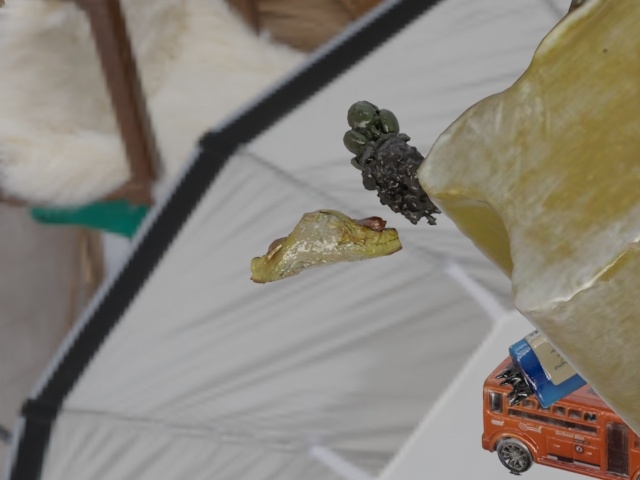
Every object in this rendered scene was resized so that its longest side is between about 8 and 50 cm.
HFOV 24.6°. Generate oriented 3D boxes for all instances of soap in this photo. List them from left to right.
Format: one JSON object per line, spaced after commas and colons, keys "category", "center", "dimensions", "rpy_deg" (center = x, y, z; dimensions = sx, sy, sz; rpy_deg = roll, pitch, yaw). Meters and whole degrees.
{"category": "soap", "center": [0.254, -0.017, 0.756], "dimensions": [0.335, 0.293, 0.156], "rpy_deg": [43, 13, -44]}

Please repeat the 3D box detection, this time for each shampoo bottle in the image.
{"category": "shampoo bottle", "center": [0.296, 0.136, 1.766], "dimensions": [0.087, 0.183, 0.050], "rpy_deg": [59, -1, 2]}

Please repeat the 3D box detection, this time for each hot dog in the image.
{"category": "hot dog", "center": [0.000, -0.001, 1.519], "dimensions": [0.078, 0.169, 0.061], "rpy_deg": [-38, 113, -74]}

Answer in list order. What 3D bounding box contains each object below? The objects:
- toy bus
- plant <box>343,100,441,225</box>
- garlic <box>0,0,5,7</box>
{"category": "toy bus", "center": [0.400, 0.261, 2.097], "dimensions": [0.143, 0.329, 0.153], "rpy_deg": [-35, 127, -47]}
{"category": "plant", "center": [0.070, -0.085, 1.532], "dimensions": [0.085, 0.087, 0.174], "rpy_deg": [81, -17, -49]}
{"category": "garlic", "center": [-0.345, -0.198, 1.078], "dimensions": [0.207, 0.115, 0.128], "rpy_deg": [-16, 110, -45]}
